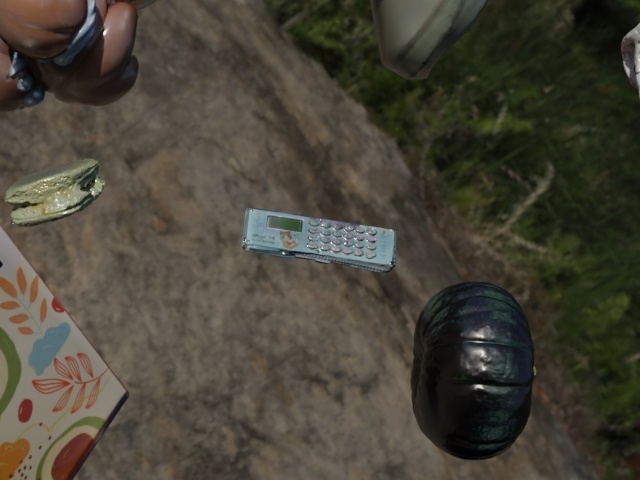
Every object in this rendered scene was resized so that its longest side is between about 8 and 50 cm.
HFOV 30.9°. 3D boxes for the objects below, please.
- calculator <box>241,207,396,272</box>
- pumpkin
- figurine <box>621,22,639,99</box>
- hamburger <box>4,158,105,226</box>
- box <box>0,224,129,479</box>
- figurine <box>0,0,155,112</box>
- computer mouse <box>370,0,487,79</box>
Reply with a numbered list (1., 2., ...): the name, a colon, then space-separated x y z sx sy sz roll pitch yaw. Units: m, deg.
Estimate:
1. calculator: 0.000 0.000 1.275 0.171 0.018 0.057 9 57 -7
2. pumpkin: 0.174 0.146 1.303 0.202 0.140 0.202 -175 -90 -88
3. figurine: 0.384 -0.322 1.326 0.316 0.206 0.284 -124 -165 -58
4. hamburger: -0.349 -0.063 1.526 0.140 0.133 0.063 -84 156 -78
5. box: -0.443 0.193 1.367 0.345 0.122 0.385 -59 138 -33
6. figurine: -0.340 -0.354 1.671 0.248 0.276 0.388 27 53 -21
7. computer mouse: 0.093 -0.308 1.072 0.095 0.197 0.331 8 65 -20
